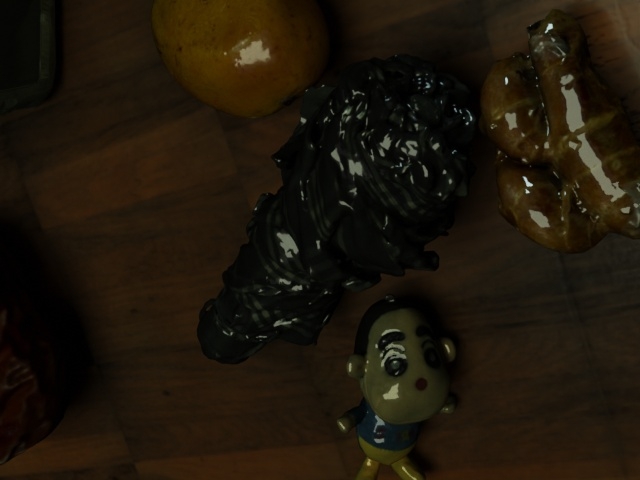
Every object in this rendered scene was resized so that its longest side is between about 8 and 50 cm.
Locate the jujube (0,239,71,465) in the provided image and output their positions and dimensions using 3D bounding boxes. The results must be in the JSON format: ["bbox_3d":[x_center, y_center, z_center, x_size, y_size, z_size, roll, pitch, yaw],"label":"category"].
[{"bbox_3d":[-0.352,0.110,1.041,0.213,0.213,0.232,-27,94,36],"label":"jujube"}]

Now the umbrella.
[{"bbox_3d":[0.008,0.008,0.826,0.154,0.128,0.336,54,136,28],"label":"umbrella"}]

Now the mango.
[{"bbox_3d":[-0.067,-0.151,0.822,0.165,0.089,0.115,10,94,34],"label":"mango"}]

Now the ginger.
[{"bbox_3d":[0.158,-0.064,0.731,0.103,0.073,0.162,-25,88,23],"label":"ginger"}]

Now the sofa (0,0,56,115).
[{"bbox_3d":[-0.344,-0.206,0.905,0.176,0.210,0.225,18,118,24],"label":"sofa"}]

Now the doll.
[{"bbox_3d":[0.059,0.124,0.857,0.089,0.102,0.179,-141,43,-63],"label":"doll"}]
